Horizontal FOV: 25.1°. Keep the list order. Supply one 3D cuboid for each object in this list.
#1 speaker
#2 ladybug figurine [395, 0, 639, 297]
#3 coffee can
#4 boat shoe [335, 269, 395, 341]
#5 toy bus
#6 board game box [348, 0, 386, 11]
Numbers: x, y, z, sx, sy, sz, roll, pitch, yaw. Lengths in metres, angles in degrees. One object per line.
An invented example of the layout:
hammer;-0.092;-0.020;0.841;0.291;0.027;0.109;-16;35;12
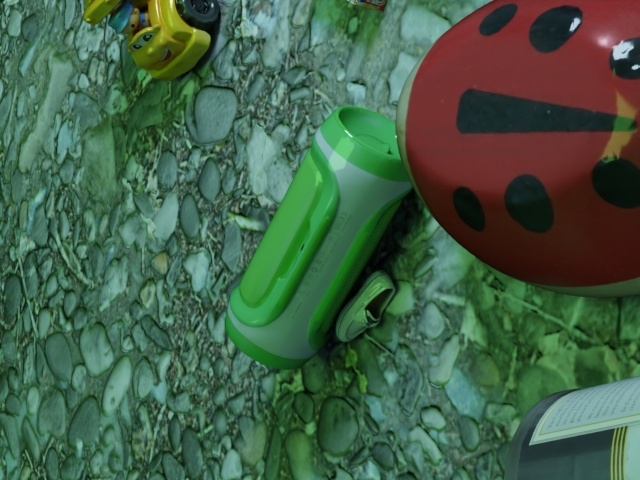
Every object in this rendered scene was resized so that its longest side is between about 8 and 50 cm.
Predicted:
speaker;0.000;0.000;1.615;0.296;0.131;0.131;-61;42;26
ladybug figurine;0.223;-0.104;1.305;0.449;0.162;0.305;5;88;53
coffee can;0.308;0.190;1.107;0.275;0.202;0.201;-23;66;49
boat shoe;0.052;0.081;1.608;0.100;0.035;0.035;-54;42;23
toy bus;-0.261;-0.346;1.953;0.149;0.211;0.220;-30;63;45
board game box;0.047;-0.383;1.684;0.147;0.045;0.193;38;114;49
